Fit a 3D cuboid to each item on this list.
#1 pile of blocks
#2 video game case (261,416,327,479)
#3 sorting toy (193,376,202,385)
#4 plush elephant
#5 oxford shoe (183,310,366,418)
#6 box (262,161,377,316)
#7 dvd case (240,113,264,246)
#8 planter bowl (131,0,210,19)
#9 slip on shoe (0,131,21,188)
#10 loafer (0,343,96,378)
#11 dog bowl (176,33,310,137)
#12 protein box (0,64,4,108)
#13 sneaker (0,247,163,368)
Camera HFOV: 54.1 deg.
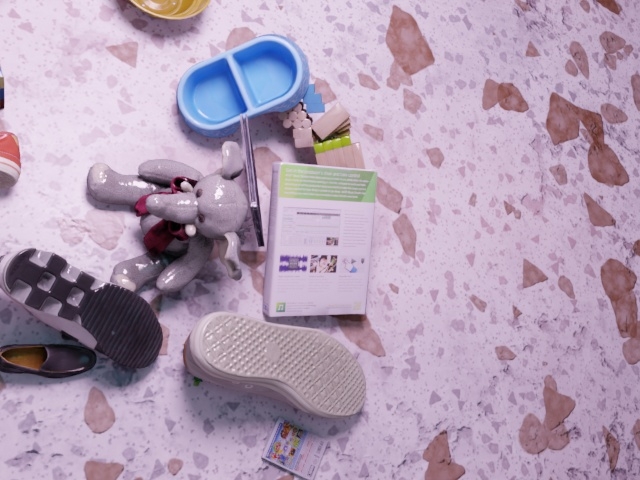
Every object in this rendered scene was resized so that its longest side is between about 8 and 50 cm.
[{"bbox_3d":[-0.021,-0.280,1.423,0.149,0.113,0.362,-37,101,10],"label":"pile of blocks"},{"bbox_3d":[-0.052,0.428,1.286,0.122,0.011,0.087,32,66,-16],"label":"video game case"},{"bbox_3d":[-0.226,0.251,1.246,0.083,0.012,0.062,-33,97,-33],"label":"sorting toy"},{"bbox_3d":[-0.246,-0.047,1.176,0.329,0.255,0.272,-3,78,-27],"label":"plush elephant"},{"bbox_3d":[-0.084,0.251,1.261,0.449,0.130,0.169,25,60,-35],"label":"oxford shoe"},{"bbox_3d":[0.000,0.000,1.340,0.232,0.058,0.322,2,98,-26],"label":"box"},{"bbox_3d":[-0.139,-0.121,1.278,0.018,0.165,0.222,-7,63,-3],"label":"dvd case"},{"bbox_3d":[-0.347,-0.554,1.356,0.217,0.090,0.217,7,73,-25],"label":"planter bowl"},{"bbox_3d":[-0.689,-0.182,1.078,0.331,0.123,0.102,15,61,-28],"label":"slip on shoe"},{"bbox_3d":[-0.481,0.211,1.102,0.169,0.061,0.062,3,74,-27],"label":"loafer"},{"bbox_3d":[-0.166,-0.325,1.311,0.297,0.074,0.166,-22,99,3],"label":"dog bowl"},{"bbox_3d":[-0.686,-0.344,1.106,0.199,0.136,0.201,-12,82,-29],"label":"protein box"},{"bbox_3d":[-0.430,0.117,1.125,0.330,0.146,0.123,45,59,-34],"label":"sneaker"}]
